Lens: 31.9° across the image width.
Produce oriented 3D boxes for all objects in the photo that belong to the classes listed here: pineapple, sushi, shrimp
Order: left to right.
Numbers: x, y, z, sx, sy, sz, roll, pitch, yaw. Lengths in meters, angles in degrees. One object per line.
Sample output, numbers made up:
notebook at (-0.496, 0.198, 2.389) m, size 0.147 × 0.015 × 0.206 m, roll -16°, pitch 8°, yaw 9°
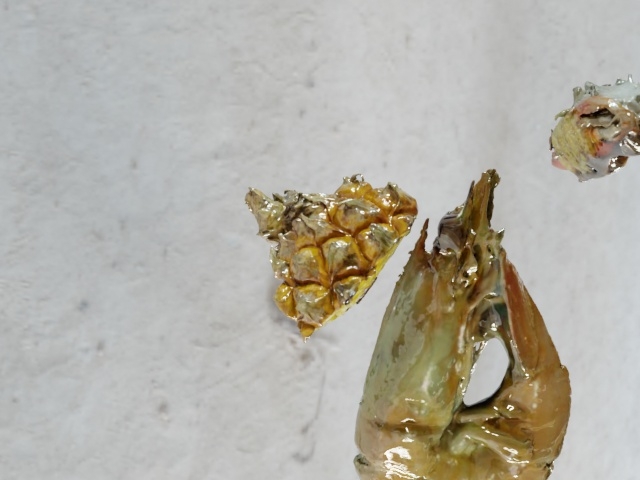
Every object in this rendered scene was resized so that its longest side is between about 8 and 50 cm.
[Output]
pineapple at (0.000, 0.000, 0.711) m, size 0.114 × 0.114 × 0.077 m, roll -48°, pitch 155°, yaw -7°
shrimp at (0.100, 0.082, 0.756) m, size 0.061 × 0.145 × 0.267 m, roll -62°, pitch 158°, yaw -76°
sushi at (0.313, -0.129, 1.267) m, size 0.103 × 0.097 × 0.226 m, roll -51°, pitch -177°, yaw -15°
